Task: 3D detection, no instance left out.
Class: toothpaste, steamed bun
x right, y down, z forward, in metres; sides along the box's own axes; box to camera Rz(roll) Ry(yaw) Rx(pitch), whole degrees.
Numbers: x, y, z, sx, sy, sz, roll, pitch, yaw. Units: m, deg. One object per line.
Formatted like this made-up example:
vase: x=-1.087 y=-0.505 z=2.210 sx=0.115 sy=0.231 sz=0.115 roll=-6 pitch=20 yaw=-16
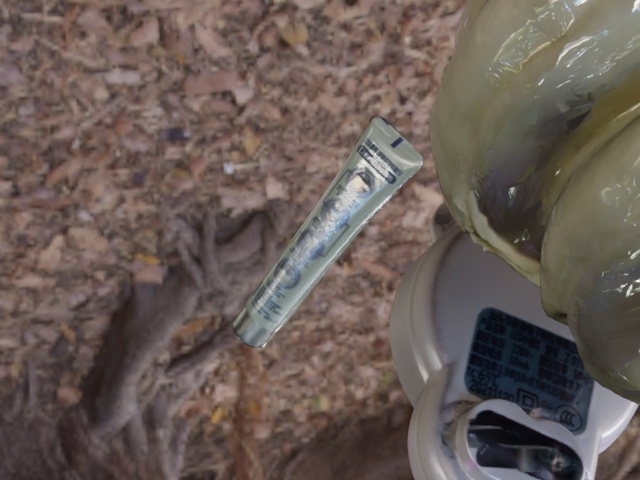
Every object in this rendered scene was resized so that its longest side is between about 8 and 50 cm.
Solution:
toothpaste: x=0.000 y=0.000 z=0.955 sx=0.239 sy=0.062 sz=0.039 roll=-53 pitch=158 yaw=24
steamed bun: x=0.217 y=-0.014 z=0.516 sx=0.352 sy=0.247 sz=0.339 roll=38 pitch=159 yaw=-25

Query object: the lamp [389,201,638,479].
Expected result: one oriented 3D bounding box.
lamp: x=0.126 y=0.092 z=0.747 sx=0.179 sy=0.246 sz=0.108 roll=22 pitch=144 yaw=-6
